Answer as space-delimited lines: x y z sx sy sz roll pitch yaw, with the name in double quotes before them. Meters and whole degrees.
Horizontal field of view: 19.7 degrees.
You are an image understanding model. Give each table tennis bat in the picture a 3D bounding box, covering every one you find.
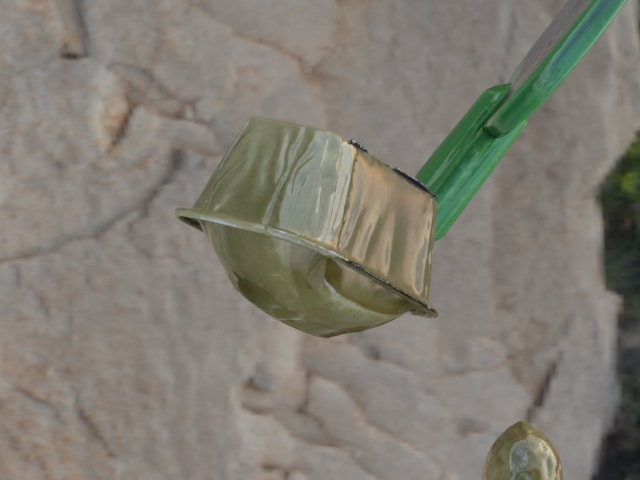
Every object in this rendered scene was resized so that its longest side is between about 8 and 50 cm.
"table tennis bat" 0.127 -0.098 1.130 0.039 0.257 0.160 36 27 -2

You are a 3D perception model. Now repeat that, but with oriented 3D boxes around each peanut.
"peanut" 0.190 0.262 1.694 0.089 0.089 0.193 -2 79 -32

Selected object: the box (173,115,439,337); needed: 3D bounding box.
"box" 0.000 0.000 1.027 0.177 0.111 0.111 27 73 -55
